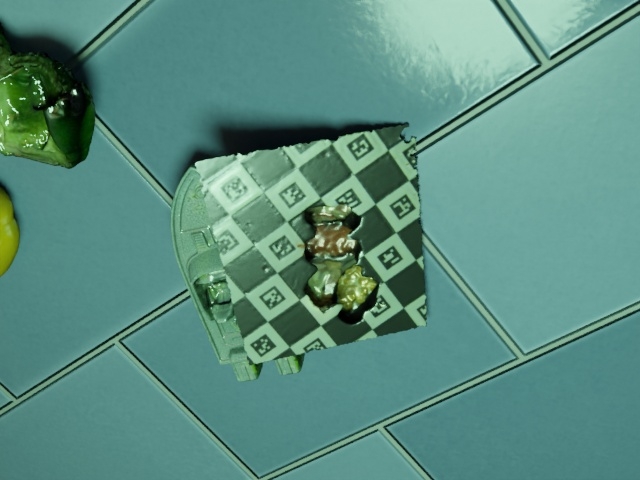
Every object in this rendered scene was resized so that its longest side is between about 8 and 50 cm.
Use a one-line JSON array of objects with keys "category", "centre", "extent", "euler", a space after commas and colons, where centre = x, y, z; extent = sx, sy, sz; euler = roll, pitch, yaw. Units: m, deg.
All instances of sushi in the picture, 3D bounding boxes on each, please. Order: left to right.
[{"category": "sushi", "centre": [0.000, 0.000, 1.140], "extent": [0.263, 0.050, 0.290], "euler": [-12, 117, -5]}]

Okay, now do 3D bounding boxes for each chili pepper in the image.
[{"category": "chili pepper", "centre": [-0.395, -0.184, 1.116], "extent": [0.264, 0.116, 0.148], "euler": [14, 135, 6]}]

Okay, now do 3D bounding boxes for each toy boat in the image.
[{"category": "toy boat", "centre": [-0.112, 0.041, 1.185], "extent": [0.141, 0.092, 0.320], "euler": [-11, 118, 15]}]

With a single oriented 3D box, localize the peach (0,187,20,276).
[{"category": "peach", "centre": [-0.496, -0.015, 1.241], "extent": [0.179, 0.103, 0.179], "euler": [5, 122, 8]}]
